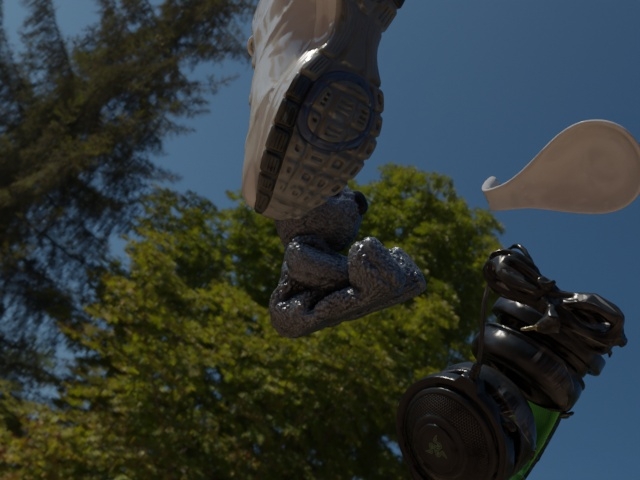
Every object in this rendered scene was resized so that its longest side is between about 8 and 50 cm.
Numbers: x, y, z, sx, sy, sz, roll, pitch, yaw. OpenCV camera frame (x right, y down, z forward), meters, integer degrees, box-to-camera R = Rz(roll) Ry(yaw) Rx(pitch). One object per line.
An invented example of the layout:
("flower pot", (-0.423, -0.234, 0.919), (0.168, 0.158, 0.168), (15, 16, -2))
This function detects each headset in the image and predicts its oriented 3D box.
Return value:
("headset", (0.205, 0.165, 0.708), (0.185, 0.243, 0.394), (30, -33, 38))

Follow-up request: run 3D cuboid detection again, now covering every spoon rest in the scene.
("spoon rest", (0.350, -0.090, 1.046), (0.276, 0.084, 0.137), (-18, -81, 53))

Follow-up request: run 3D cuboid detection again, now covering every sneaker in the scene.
("sneaker", (-0.010, -0.159, 0.623), (0.129, 0.297, 0.111), (6, -16, 45))

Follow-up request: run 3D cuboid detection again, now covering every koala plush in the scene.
("koala plush", (0.000, 0.000, 0.933), (0.203, 0.196, 0.221), (-23, -101, 15))
